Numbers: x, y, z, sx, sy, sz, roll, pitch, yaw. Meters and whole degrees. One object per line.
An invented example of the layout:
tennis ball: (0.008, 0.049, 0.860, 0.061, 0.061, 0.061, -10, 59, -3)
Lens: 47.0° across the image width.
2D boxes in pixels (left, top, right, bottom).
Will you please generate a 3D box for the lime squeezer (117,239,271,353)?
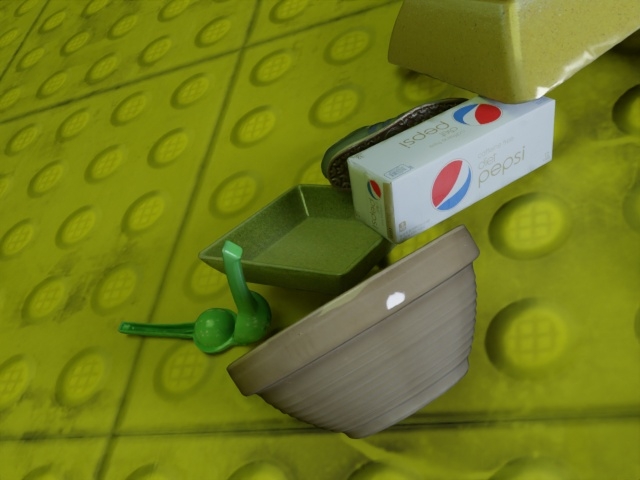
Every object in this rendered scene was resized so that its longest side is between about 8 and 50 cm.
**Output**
lime squeezer: (-0.122, 0.085, 0.793, 0.310, 0.110, 0.058, -31, 52, 52)

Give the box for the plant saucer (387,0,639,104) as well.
plant saucer: (0.254, -0.301, 0.822, 0.333, 0.081, 0.332, -35, 29, -4)

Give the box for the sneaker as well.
sneaker: (0.086, -0.119, 0.854, 0.192, 0.064, 0.086, -24, 19, -6)

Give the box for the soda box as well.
soda box: (0.134, -0.081, 0.733, 0.216, 0.073, 0.069, -27, 39, -23)

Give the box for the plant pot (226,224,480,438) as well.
plant pot: (0.048, 0.092, 0.628, 0.237, 0.237, 0.109, -32, 83, 5)

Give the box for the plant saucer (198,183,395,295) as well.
plant saucer: (0.000, 0.000, 0.783, 0.189, 0.045, 0.188, 6, 31, 35)
